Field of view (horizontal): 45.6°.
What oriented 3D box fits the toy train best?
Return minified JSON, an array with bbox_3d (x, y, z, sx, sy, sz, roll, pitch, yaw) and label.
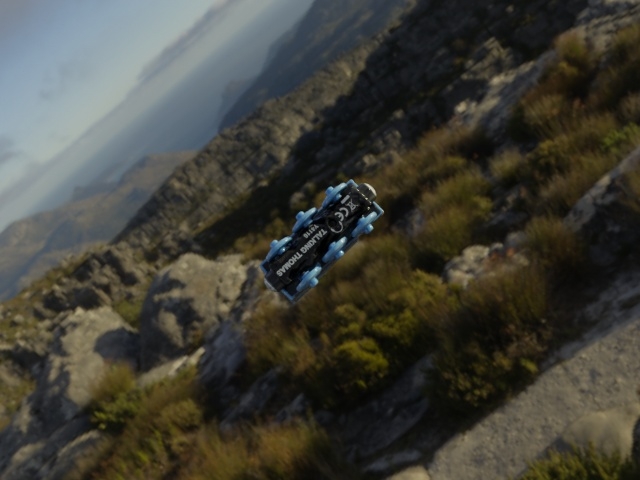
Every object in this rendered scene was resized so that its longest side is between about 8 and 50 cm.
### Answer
[{"bbox_3d":[0.000,0.000,0.981,0.184,0.080,0.105,-44,-7,-7],"label":"toy train"}]
